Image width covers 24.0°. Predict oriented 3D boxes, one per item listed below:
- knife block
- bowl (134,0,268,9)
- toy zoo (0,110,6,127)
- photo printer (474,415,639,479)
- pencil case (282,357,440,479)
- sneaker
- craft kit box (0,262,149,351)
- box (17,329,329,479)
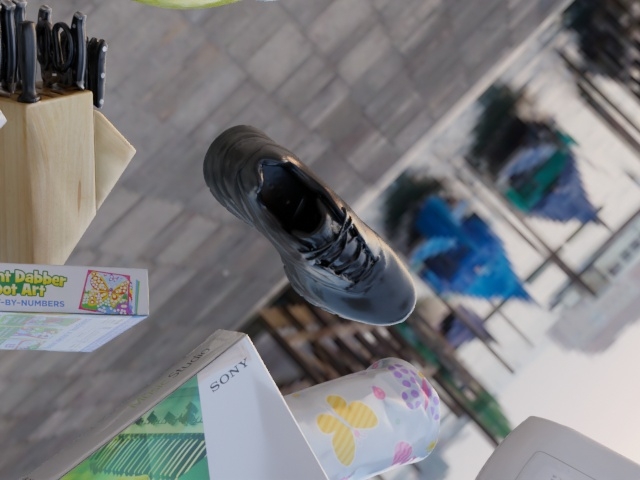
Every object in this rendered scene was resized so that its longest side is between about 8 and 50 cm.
[{"bbox_3d":[-0.332,-0.123,1.689,0.275,0.088,0.242,-59,138,-16],"label":"knife block"},{"bbox_3d":[-0.061,-0.281,1.182,0.289,0.289,0.156,-44,130,3],"label":"bowl"},{"bbox_3d":[-0.466,-0.113,1.568,0.293,0.192,0.030,-48,163,-13],"label":"toy zoo"},{"bbox_3d":[0.299,0.359,1.681,0.256,0.308,0.107,-62,179,-19],"label":"photo printer"},{"bbox_3d":[-0.007,0.199,1.462,0.273,0.113,0.124,-16,164,-41],"label":"pencil case"},{"bbox_3d":[0.000,0.000,1.559,0.109,0.286,0.130,-52,-156,-5],"label":"sneaker"},{"bbox_3d":[-0.328,0.072,1.555,0.247,0.061,0.250,0,168,-23],"label":"craft kit box"},{"bbox_3d":[-0.084,0.270,1.274,0.232,0.322,0.058,-37,-162,-27],"label":"box"}]
